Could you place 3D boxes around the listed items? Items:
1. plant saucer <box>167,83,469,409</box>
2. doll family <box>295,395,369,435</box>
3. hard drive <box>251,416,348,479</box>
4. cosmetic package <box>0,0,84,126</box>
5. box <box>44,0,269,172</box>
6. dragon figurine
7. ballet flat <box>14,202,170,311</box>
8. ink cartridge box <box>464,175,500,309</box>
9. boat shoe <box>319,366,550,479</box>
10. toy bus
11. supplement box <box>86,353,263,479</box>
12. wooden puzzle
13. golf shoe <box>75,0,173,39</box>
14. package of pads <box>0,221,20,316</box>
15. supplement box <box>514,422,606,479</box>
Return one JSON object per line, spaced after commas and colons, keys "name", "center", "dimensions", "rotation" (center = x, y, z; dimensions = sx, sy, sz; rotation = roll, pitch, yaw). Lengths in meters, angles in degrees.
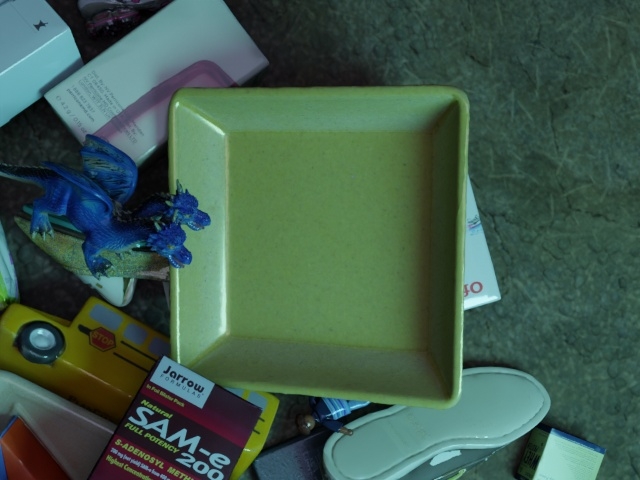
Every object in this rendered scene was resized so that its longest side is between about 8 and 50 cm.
{"name": "plant saucer", "center": [0.000, 0.000, 0.988], "dimensions": [0.333, 0.081, 0.332], "rotation": [3, 97, 19]}
{"name": "doll family", "center": [-0.012, 0.159, 1.121], "dimensions": [0.111, 0.193, 0.076], "rotation": [-23, 136, -24]}
{"name": "hard drive", "center": [-0.014, 0.297, 1.164], "dimensions": [0.135, 0.022, 0.094], "rotation": [-21, 92, -9]}
{"name": "cosmetic package", "center": [-0.496, -0.261, 1.005], "dimensions": [0.284, 0.097, 0.377], "rotation": [-39, 77, -16]}
{"name": "box", "center": [-0.194, -0.181, 1.086], "dimensions": [0.232, 0.148, 0.126], "rotation": [-38, 95, -7]}
{"name": "dragon figurine", "center": [-0.250, -0.055, 0.965], "dimensions": [0.289, 0.144, 0.085], "rotation": [37, 40, 5]}
{"name": "ballet flat", "center": [-0.200, 0.033, 1.102], "dimensions": [0.349, 0.123, 0.123], "rotation": [8, 87, -9]}
{"name": "ink cartridge box", "center": [0.091, -0.016, 1.115], "dimensions": [0.171, 0.168, 0.232], "rotation": [-14, 91, -8]}
{"name": "boat shoe", "center": [0.146, 0.256, 1.150], "dimensions": [0.325, 0.096, 0.116], "rotation": [-17, 50, -24]}
{"name": "toy bus", "center": [-0.224, 0.175, 1.071], "dimensions": [0.333, 0.130, 0.108], "rotation": [30, 129, -7]}
{"name": "supplement box", "center": [-0.173, 0.255, 0.937], "dimensions": [0.130, 0.073, 0.239], "rotation": [30, 65, -6]}
{"name": "wooden puzzle", "center": [-0.290, 0.347, 1.029], "dimensions": [0.348, 0.080, 0.322], "rotation": [26, 111, -9]}
{"name": "golf shoe", "center": [-0.214, -0.319, 1.127], "dimensions": [0.186, 0.067, 0.085], "rotation": [-19, 90, -9]}
{"name": "package of pads", "center": [-0.499, -0.022, 1.050], "dimensions": [0.229, 0.101, 0.296], "rotation": [-20, 88, -9]}
{"name": "supplement box", "center": [0.318, 0.298, 1.199], "dimensions": [0.083, 0.056, 0.083], "rotation": [22, 85, -8]}
